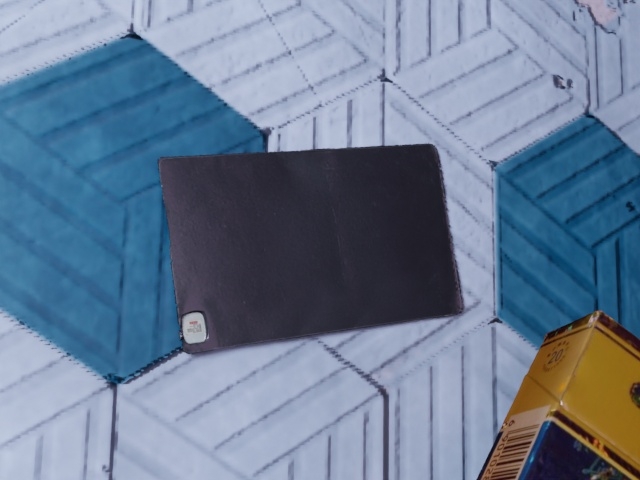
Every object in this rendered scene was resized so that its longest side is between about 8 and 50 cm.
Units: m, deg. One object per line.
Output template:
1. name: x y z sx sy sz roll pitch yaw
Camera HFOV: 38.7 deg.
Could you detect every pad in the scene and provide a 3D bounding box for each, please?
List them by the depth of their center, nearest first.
1. pad: 0.000 0.000 0.559 0.193 0.004 0.116 -6 84 -25

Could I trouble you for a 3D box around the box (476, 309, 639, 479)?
1. box: 0.159 0.181 0.526 0.152 0.070 0.237 37 65 -5
